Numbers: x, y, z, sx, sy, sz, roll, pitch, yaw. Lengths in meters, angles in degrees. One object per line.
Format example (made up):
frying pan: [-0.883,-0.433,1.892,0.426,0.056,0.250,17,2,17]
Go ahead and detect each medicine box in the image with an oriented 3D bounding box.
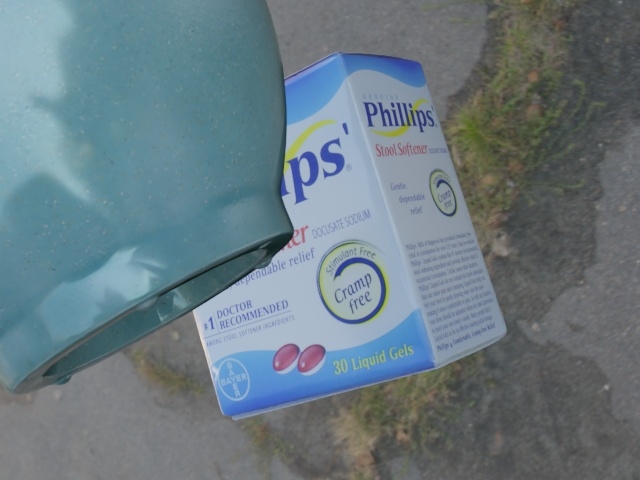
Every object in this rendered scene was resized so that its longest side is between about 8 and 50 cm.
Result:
medicine box: [0.000,0.000,0.885,0.263,0.149,0.289,-21,84,36]

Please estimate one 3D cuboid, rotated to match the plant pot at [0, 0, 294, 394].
plant pot: [-0.134,-0.041,0.489,0.293,0.293,0.196,-34,85,38]
